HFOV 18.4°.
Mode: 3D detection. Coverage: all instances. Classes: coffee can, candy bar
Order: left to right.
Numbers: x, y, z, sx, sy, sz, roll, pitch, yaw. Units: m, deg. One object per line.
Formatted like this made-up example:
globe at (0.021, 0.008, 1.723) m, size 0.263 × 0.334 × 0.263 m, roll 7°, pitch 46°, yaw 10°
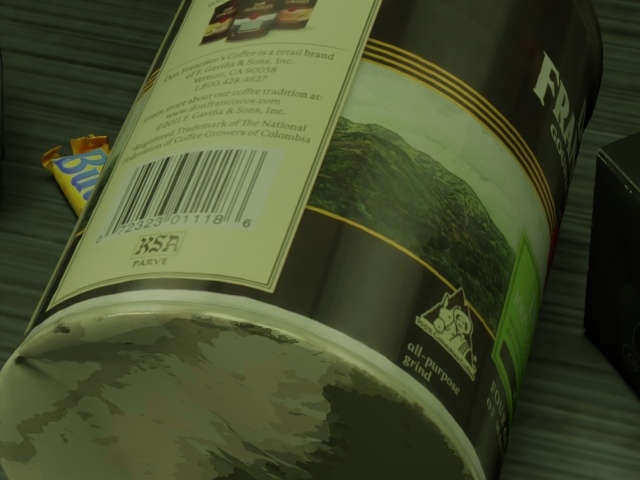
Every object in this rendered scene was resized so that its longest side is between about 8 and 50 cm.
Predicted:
candy bar at (-0.094, 0.001, 0.982) m, size 0.040 × 0.018 × 0.161 m, roll -21°, pitch 49°, yaw -17°
coffee can at (0.000, 0.000, 0.849) m, size 0.201 × 0.202 × 0.275 m, roll 9°, pitch 47°, yaw 12°

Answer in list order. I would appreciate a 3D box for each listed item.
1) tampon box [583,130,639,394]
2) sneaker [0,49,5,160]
tampon box at (0.214, 0.004, 0.888) m, size 0.161 × 0.120 × 0.101 m, roll -22°, pitch 48°, yaw -17°
sneaker at (-0.258, -0.099, 1.031) m, size 0.163 × 0.086 × 0.226 m, roll -10°, pitch 35°, yaw -22°
